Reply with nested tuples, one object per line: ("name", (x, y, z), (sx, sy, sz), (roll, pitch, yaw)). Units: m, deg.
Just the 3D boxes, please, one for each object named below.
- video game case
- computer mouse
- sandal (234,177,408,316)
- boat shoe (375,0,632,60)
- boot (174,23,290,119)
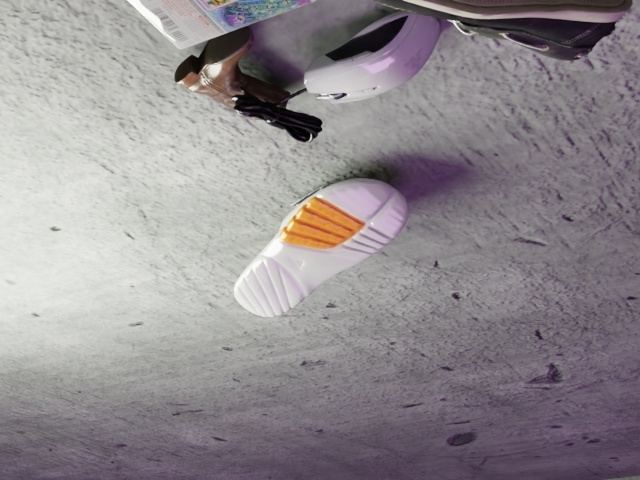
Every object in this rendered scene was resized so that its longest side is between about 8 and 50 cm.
("video game case", (-0.101, -0.223, 0.782), (0.143, 0.019, 0.157), (-14, 149, 25))
("computer mouse", (0.023, -0.144, 0.873), (0.193, 0.042, 0.106), (-26, 151, 26))
("sandal", (-0.008, -0.006, 1.143), (0.102, 0.076, 0.265), (39, 126, -20))
("boat shoe", (0.128, -0.189, 0.772), (0.233, 0.084, 0.079), (6, 152, -16))
("boot", (-0.062, -0.151, 0.905), (0.114, 0.037, 0.106), (24, 150, -39))
